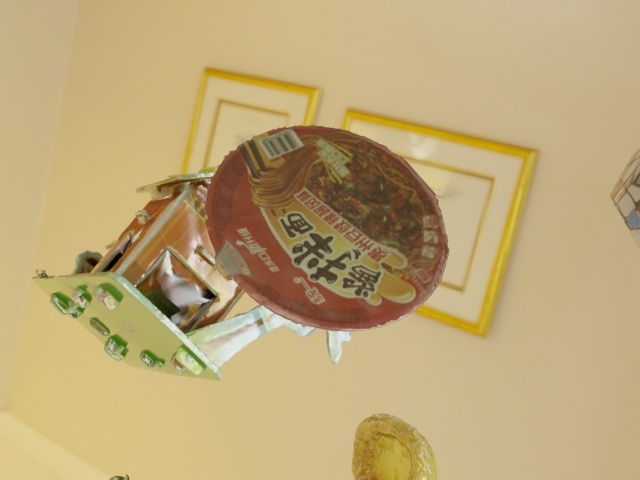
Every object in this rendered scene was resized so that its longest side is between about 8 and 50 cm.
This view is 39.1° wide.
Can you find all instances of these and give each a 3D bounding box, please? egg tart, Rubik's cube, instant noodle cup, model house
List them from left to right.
[{"bbox_3d":[-0.148,0.049,1.283,0.340,0.323,0.300,47,154,-23],"label":"model house"},{"bbox_3d":[0.000,0.000,1.005,0.274,0.273,0.090,11,145,-7],"label":"instant noodle cup"},{"bbox_3d":[0.068,0.196,0.781,0.039,0.105,0.105,-2,-166,-35],"label":"egg tart"},{"bbox_3d":[0.294,-0.035,0.736,0.111,0.111,0.093,18,-156,40],"label":"Rubik's cube"}]

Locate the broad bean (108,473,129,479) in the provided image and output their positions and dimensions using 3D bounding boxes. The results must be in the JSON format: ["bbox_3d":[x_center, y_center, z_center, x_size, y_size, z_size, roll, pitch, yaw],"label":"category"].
[{"bbox_3d":[-0.186,0.293,0.903,0.061,0.195,0.046,9,-142,29],"label":"broad bean"}]
